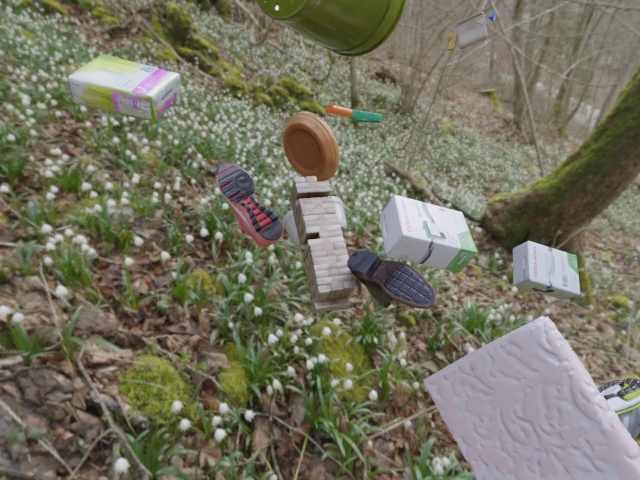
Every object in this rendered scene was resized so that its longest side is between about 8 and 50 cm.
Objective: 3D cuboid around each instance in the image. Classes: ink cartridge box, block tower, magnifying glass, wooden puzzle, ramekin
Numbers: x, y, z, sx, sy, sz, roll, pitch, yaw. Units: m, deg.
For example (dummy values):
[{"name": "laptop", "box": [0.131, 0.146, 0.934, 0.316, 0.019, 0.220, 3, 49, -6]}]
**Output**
[{"name": "ink cartridge box", "box": [0.283, -0.019, 1.124, 0.219, 0.093, 0.160, 12, 44, -16]}, {"name": "block tower", "box": [0.000, 0.000, 1.026, 0.090, 0.097, 0.336, -5, 62, -15]}, {"name": "ink cartridge box", "box": [0.790, 0.106, 1.474, 0.208, 0.153, 0.087, 17, -24, -11]}, {"name": "magnifying glass", "box": [0.095, -0.358, 1.193, 0.092, 0.026, 0.231, 13, 12, 37]}, {"name": "wooden puzzle", "box": [0.368, -0.510, 1.022, 0.116, 0.079, 0.014, -4, -11, 36]}, {"name": "ramekin", "box": [-0.014, -0.063, 1.744, 0.272, 0.127, 0.273, -19, -18, -7]}]

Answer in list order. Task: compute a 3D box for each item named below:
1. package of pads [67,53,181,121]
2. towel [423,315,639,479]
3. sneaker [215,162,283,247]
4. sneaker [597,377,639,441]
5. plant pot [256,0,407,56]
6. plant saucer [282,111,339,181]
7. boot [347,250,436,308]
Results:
[{"name": "package of pads", "box": [-0.664, -0.523, 1.434, 0.296, 0.101, 0.229, 14, 44, 0]}, {"name": "towel", "box": [0.408, 0.365, 0.830, 0.053, 0.332, 0.317, -2, -33, -48]}, {"name": "sneaker", "box": [-0.252, -0.102, 1.363, 0.116, 0.314, 0.136, -31, -7, -33]}, {"name": "sneaker", "box": [0.625, 0.427, 0.947, 0.299, 0.121, 0.111, -24, -11, 0]}, {"name": "plant pot", "box": [0.006, -0.724, 1.171, 0.366, 0.367, 0.353, 9, 21, 36]}, {"name": "plant saucer", "box": [-0.035, -0.251, 1.153, 0.200, 0.200, 0.037, 13, 36, 41]}, {"name": "boot", "box": [0.159, 0.100, 0.888, 0.082, 0.106, 0.219, -46, 45, -14]}]
